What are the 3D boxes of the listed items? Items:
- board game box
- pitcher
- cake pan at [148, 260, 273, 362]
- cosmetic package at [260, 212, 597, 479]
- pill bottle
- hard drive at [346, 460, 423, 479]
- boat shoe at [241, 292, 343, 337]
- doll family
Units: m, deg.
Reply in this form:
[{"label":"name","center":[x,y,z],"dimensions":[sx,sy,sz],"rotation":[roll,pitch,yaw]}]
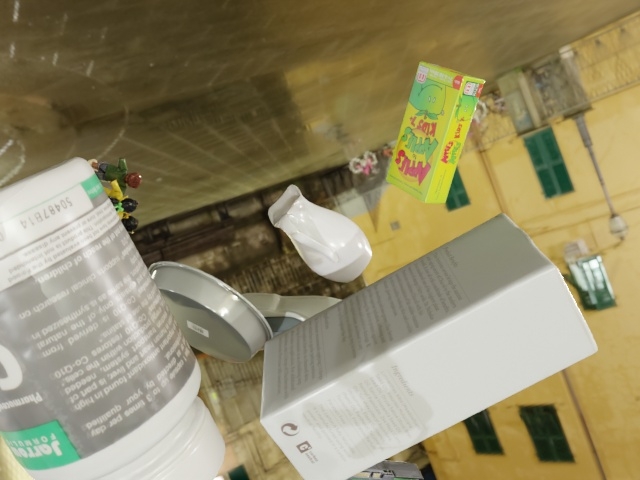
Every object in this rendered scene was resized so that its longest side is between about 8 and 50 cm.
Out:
[{"label":"board game box","center":[0.160,-0.154,0.923],"dimensions":[0.043,0.181,0.092],"rotation":[-1,-154,-36]},{"label":"pitcher","center":[0.000,0.000,1.252],"dimensions":[0.125,0.207,0.177],"rotation":[-46,-164,16]},{"label":"cake pan","center":[-0.237,0.156,1.307],"dimensions":[0.293,0.293,0.054],"rotation":[-19,-145,52]},{"label":"cosmetic package","center":[0.142,0.161,0.981],"dimensions":[0.453,0.161,0.230],"rotation":[-30,-161,9]},{"label":"pill bottle","center":[-0.252,0.114,0.669],"dimensions":[0.204,0.360,0.204],"rotation":[-23,-164,7]},{"label":"hard drive","center":[0.095,0.713,1.665],"dimensions":[0.237,0.338,0.064],"rotation":[12,-157,-23]},{"label":"boat shoe","center":[-0.045,0.187,1.431],"dimensions":[0.320,0.099,0.116],"rotation":[6,-155,13]},{"label":"doll family","center":[-0.343,-0.041,1.068],"dimensions":[0.112,0.192,0.076],"rotation":[16,-146,15]}]
